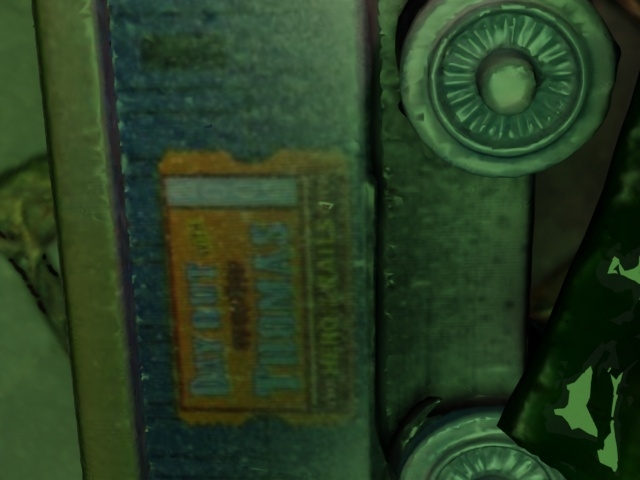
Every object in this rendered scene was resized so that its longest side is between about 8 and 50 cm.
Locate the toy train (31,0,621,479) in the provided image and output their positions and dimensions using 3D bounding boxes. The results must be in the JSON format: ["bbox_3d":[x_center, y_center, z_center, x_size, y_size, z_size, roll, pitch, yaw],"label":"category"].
[{"bbox_3d":[0.000,0.000,0.536,0.201,0.131,0.300,1,113,4],"label":"toy train"}]

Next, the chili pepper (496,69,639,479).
[{"bbox_3d":[0.160,-0.068,0.372,0.167,0.213,0.385,38,109,28],"label":"chili pepper"}]
